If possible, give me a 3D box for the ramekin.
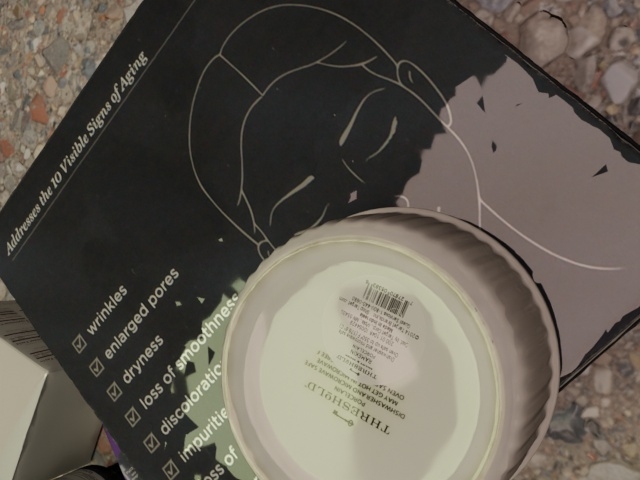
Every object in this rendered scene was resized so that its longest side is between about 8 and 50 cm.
[{"bbox_3d":[0.036,0.079,0.369,0.207,0.109,0.207,-1,88,24],"label":"ramekin"}]

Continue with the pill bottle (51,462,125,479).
[{"bbox_3d":[-0.331,0.373,0.787,0.123,0.219,0.122,-1,88,25],"label":"pill bottle"}]

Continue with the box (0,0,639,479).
[{"bbox_3d":[0.000,0.000,0.601,0.472,0.297,0.480,46,106,16],"label":"box"}]

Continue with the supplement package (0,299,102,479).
[{"bbox_3d":[-0.436,0.218,0.877,0.203,0.149,0.194,25,99,23],"label":"supplement package"}]

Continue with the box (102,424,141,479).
[{"bbox_3d":[-0.162,0.281,0.774,0.153,0.108,0.207,-35,75,19],"label":"box"}]
